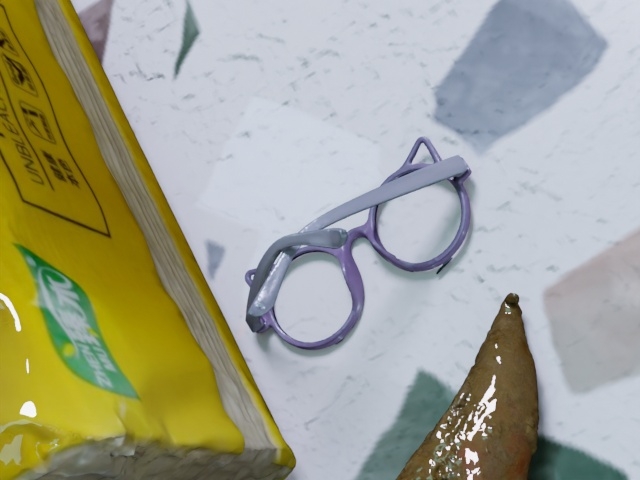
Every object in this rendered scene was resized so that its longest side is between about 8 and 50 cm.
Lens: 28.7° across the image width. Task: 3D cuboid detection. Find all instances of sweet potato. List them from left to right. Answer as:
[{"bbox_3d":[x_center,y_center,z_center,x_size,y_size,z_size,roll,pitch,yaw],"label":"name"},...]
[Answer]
[{"bbox_3d":[0.060,0.120,0.561,0.068,0.060,0.206,23,77,-6],"label":"sweet potato"}]

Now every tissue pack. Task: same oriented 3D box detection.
[{"bbox_3d":[-0.232,0.016,0.628,0.293,0.228,0.382,-36,64,16],"label":"tissue pack"}]

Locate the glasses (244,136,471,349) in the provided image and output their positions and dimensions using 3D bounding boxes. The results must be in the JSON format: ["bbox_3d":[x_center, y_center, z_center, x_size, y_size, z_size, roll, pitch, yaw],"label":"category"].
[{"bbox_3d":[0.000,0.000,0.590,0.140,0.104,0.062,-38,67,17],"label":"glasses"}]
